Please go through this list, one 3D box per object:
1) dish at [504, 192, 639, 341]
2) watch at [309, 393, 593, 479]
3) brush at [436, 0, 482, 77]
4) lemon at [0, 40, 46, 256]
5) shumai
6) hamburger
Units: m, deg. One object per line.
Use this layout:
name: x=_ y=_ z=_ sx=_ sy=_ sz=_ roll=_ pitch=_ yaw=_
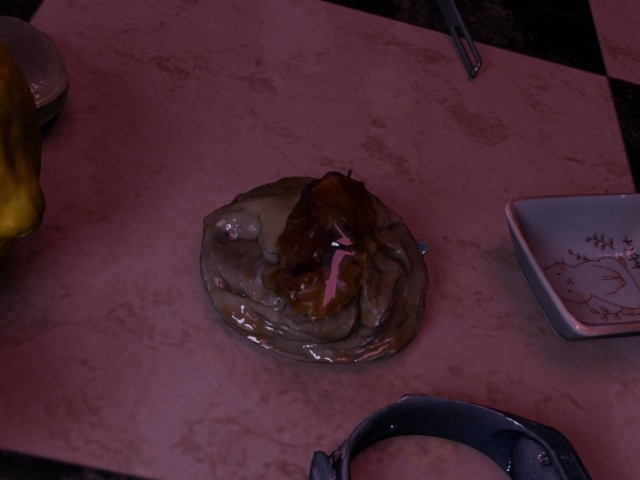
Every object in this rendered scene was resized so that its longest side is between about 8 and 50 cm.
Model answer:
dish: x=0.282 y=0.032 z=0.779 sx=0.234 sy=0.064 sz=0.154 roll=-3 pitch=49 yaw=-20
watch: x=0.099 y=0.198 z=0.560 sx=0.193 sy=0.068 sz=0.206 roll=-3 pitch=45 yaw=-16
brush: x=0.162 y=-0.296 z=1.072 sx=0.027 sy=0.062 sz=0.266 roll=4 pitch=51 yaw=-23
lemon: x=-0.305 y=-0.064 z=0.566 sx=0.254 sy=0.228 sz=0.228 roll=12 pitch=45 yaw=-12
shumai: x=0.000 y=0.000 z=0.679 sx=0.201 sy=0.120 sz=0.201 roll=8 pitch=48 yaw=-9
hamburger: x=-0.291 y=-0.142 z=0.761 sx=0.133 sy=0.062 sz=0.140 roll=-7 pitch=52 yaw=-19
